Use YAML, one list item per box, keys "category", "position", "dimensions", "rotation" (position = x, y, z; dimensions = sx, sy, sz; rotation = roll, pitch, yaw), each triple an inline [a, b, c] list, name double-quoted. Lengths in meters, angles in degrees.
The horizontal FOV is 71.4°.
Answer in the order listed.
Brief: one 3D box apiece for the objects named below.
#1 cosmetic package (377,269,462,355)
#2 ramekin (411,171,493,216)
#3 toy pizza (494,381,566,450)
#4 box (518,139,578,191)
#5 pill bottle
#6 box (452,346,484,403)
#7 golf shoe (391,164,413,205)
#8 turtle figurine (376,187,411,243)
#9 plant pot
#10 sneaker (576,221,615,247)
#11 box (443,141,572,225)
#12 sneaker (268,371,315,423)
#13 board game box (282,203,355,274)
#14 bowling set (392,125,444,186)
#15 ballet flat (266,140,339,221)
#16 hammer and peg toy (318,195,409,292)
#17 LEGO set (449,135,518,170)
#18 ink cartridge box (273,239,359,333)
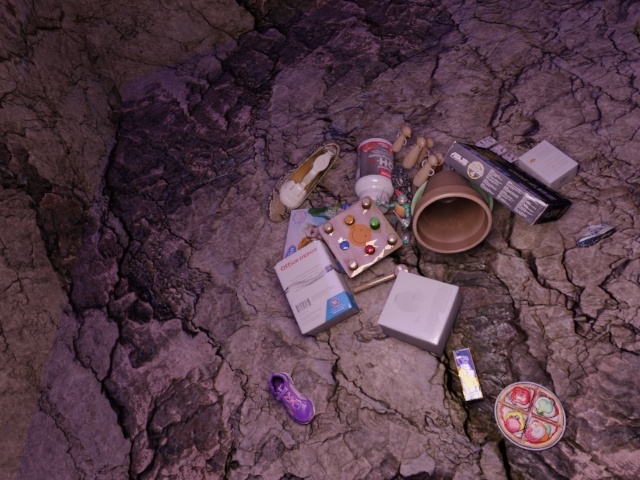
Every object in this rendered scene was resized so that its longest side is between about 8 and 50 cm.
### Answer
- category: "cosmetic package"
  position: [0.363, 0.257, 1.607]
  dimensions: [0.224, 0.138, 0.224]
  rotation: [16, 68, 32]
- category: "ramekin"
  position: [0.520, -0.105, 1.750]
  dimensions: [0.303, 0.148, 0.304]
  rotation: [-11, 57, 18]
- category: "toy pizza"
  position: [0.646, 0.538, 1.379]
  dimensions: [0.201, 0.032, 0.202]
  rotation: [-11, 57, 18]
- category: "box"
  position: [0.880, -0.284, 1.734]
  dimensions: [0.130, 0.091, 0.171]
  rotation: [-35, 53, 2]
- category: "pill bottle"
  position: [0.240, -0.277, 1.960]
  dimensions: [0.176, 0.176, 0.319]
  rotation: [-6, 59, 21]
- category: "box"
  position: [0.492, 0.449, 1.487]
  dimensions: [0.059, 0.054, 0.169]
  rotation: [-16, 55, 14]
- category: "golf shoe"
  position: [0.347, -0.221, 1.890]
  dimensions: [0.077, 0.094, 0.198]
  rotation: [-16, 90, 8]
- category: "turtle figurine"
  position: [0.314, -0.105, 1.787]
  dimensions: [0.118, 0.234, 0.175]
  rotation: [-25, 43, -17]
- category: "plant pot"
  position: [0.453, -0.123, 1.569]
  dimensions: [0.262, 0.263, 0.229]
  rotation: [-10, 38, 18]
- category: "sneaker"
  position: [0.960, -0.022, 1.574]
  dimensions: [0.135, 0.052, 0.058]
  rotation: [-24, 44, 0]
- category: "box"
  position: [0.679, -0.212, 1.623]
  dimensions: [0.395, 0.318, 0.097]
  rotation: [46, 124, 29]
- category: "sneaker"
  position: [-0.117, 0.576, 1.650]
  dimensions: [0.095, 0.105, 0.236]
  rotation: [-44, 55, -8]
- category: "board game box"
  position: [0.000, 0.000, 1.967]
  dimensions: [0.317, 0.066, 0.319]
  rotation: [-5, 60, 21]
- category: "bowling set"
  position: [0.451, -0.367, 1.887]
  dimensions: [0.199, 0.154, 0.287]
  rotation: [-5, 53, -30]
- category: "ballet flat"
  position: [-0.076, -0.293, 2.100]
  dimensions: [0.483, 0.164, 0.182]
  rotation: [-51, 17, -13]
- category: "hammer and peg toy"
  position: [0.180, 0.030, 1.759]
  dimensions: [0.265, 0.127, 0.361]
  rotation: [-32, 73, -1]
- category: "LEGO set"
  position: [0.678, -0.328, 1.890]
  dimensions: [0.244, 0.060, 0.182]
  rotation: [-28, 52, -9]
- category: "ink cartridge box"
  position: [-0.016, 0.189, 1.774]
  dimensions: [0.223, 0.129, 0.308]
  rotation: [-31, 67, 11]
